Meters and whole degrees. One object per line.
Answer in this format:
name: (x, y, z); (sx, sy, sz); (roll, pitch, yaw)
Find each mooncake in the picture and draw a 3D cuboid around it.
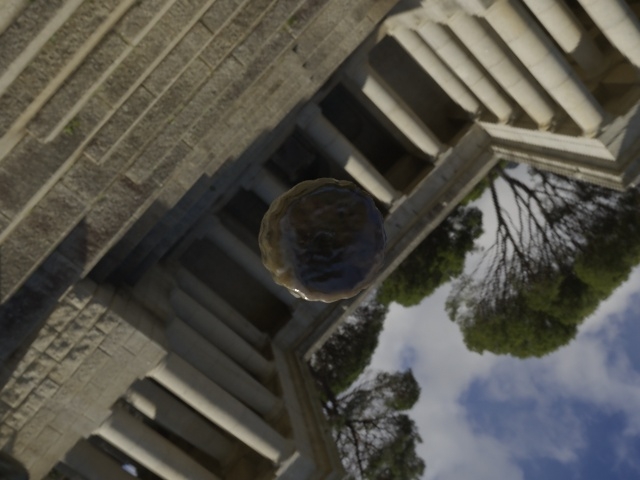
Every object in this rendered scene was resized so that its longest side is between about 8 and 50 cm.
mooncake: (0.000, 0.000, 1.141); (0.228, 0.228, 0.124); (-51, -165, -9)
